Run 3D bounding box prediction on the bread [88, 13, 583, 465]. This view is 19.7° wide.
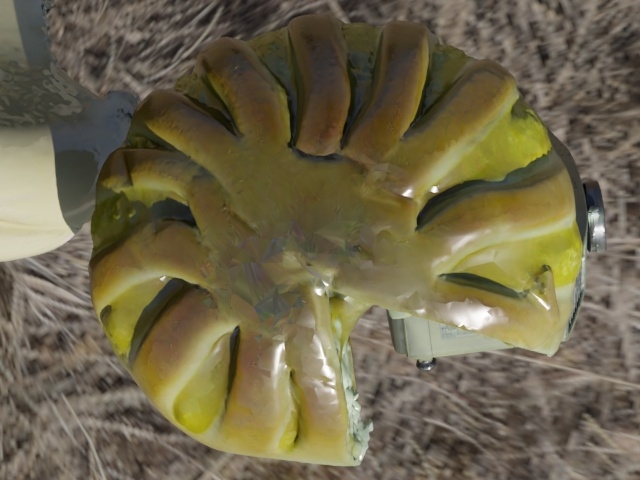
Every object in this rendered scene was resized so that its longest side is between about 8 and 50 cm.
[{"bbox_3d":[0.000,0.000,1.221,0.333,0.160,0.333,1,97,8],"label":"bread"}]

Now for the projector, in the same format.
[{"bbox_3d":[0.145,-0.006,1.575,0.193,0.269,0.088,-7,126,4],"label":"projector"}]

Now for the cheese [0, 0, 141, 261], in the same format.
[{"bbox_3d":[-0.267,-0.106,1.344,0.233,0.127,0.266,-6,57,-36],"label":"cheese"}]
